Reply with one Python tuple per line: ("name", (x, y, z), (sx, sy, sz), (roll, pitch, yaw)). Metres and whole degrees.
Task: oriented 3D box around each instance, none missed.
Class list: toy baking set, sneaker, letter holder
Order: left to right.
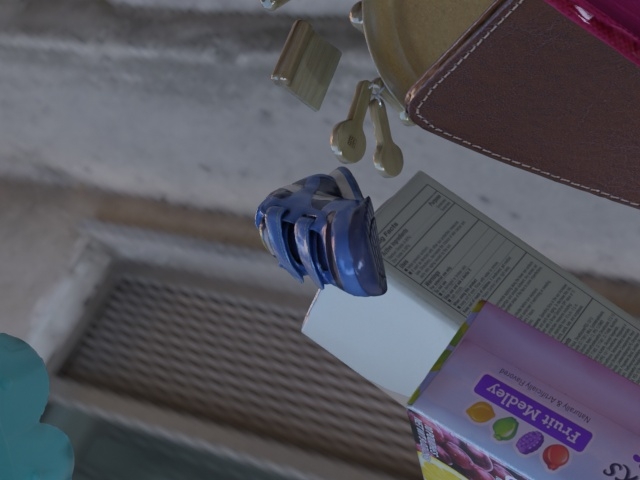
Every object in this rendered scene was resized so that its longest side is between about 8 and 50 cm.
("sneaker", (0.000, 0.000, 0.846), (0.144, 0.059, 0.053), (-126, 25, -75))
("toy baking set", (0.047, -0.167, 1.347), (0.030, 0.256, 0.196), (-5, 120, 45))
("letter holder", (0.209, -0.124, 0.785), (0.302, 0.152, 0.214), (15, 144, -23))

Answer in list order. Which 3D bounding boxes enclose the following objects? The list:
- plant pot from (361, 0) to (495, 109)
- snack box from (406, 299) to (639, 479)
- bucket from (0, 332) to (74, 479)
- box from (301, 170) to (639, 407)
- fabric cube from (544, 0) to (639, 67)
("plant pot", (0.148, -0.189, 1.276), (0.236, 0.236, 0.032), (23, -162, 18))
("snack box", (0.091, 0.082, 0.385), (0.141, 0.037, 0.100), (29, 158, 25))
("bucket", (-0.305, 0.135, 0.930), (0.281, 0.183, 0.281), (13, 115, 29))
("box", (0.156, 0.094, 1.369), (0.311, 0.148, 0.121), (36, 134, 11))
("fabric cube", (0.139, -0.150, 0.342), (0.259, 0.258, 0.254), (30, -171, -21))
